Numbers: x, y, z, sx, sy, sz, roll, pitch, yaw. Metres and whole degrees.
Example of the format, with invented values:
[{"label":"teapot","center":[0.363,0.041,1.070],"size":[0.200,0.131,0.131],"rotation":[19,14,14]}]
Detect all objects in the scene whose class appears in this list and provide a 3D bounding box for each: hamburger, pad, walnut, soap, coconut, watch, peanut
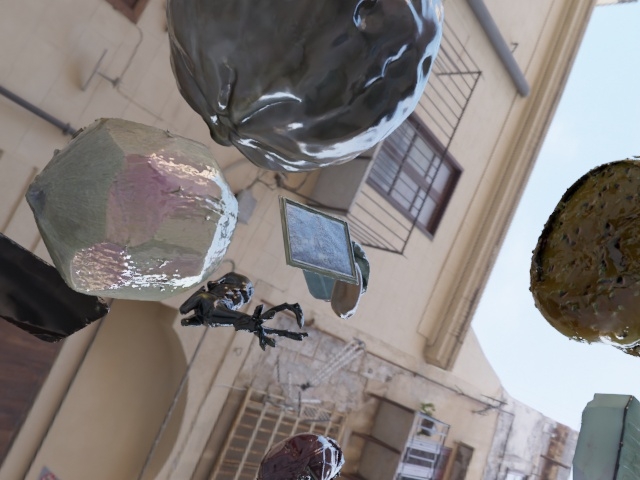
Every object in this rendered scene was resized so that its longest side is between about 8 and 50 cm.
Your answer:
[{"label":"hamburger","center":[0.275,0.007,0.460],"size":[0.185,0.113,0.177],"rotation":[-59,-166,28]},{"label":"pad","center":[-0.441,0.053,0.725],"size":[0.181,0.267,0.004],"rotation":[-28,-144,28]},{"label":"walnut","center":[-0.010,-0.167,0.413],"size":[0.224,0.224,0.224],"rotation":[-21,-126,32]},{"label":"soap","center":[0.614,0.442,1.097],"size":[0.091,0.145,0.230],"rotation":[-19,-142,52]},{"label":"coconut","center":[-0.234,-0.040,0.656],"size":[0.227,0.230,0.227],"rotation":[-13,-109,42]},{"label":"watch","center":[0.076,0.097,1.844],"size":[0.162,0.253,0.241],"rotation":[-1,-157,39]},{"label":"peanut","center":[0.067,0.123,1.329],"size":[0.076,0.076,0.152],"rotation":[2,-100,42]}]

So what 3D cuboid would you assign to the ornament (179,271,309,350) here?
[{"label":"ornament","center":[-0.121,0.135,1.021],"size":[0.236,0.202,0.080],"rotation":[8,-71,22]}]

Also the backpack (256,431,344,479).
[{"label":"backpack","center":[-0.064,0.704,1.627],"size":[0.283,0.317,0.197],"rotation":[-25,-112,-9]}]

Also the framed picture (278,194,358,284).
[{"label":"framed picture","center":[0.000,0.000,0.971],"size":[0.011,0.183,0.142],"rotation":[-31,-125,36]}]
